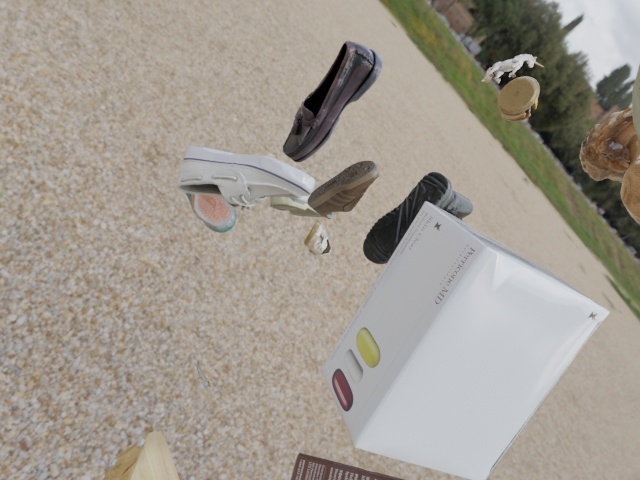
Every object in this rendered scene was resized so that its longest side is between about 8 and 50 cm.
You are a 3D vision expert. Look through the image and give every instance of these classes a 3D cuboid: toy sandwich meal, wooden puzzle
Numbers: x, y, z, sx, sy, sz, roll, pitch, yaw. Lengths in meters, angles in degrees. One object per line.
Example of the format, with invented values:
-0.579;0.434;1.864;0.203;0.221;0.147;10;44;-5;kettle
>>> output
0.365;-0.259;0.980;0.029;0.085;0.086;26;33;-44;toy sandwich meal
-0.310;0.353;1.402;0.083;0.006;0.049;62;-9;-9;wooden puzzle

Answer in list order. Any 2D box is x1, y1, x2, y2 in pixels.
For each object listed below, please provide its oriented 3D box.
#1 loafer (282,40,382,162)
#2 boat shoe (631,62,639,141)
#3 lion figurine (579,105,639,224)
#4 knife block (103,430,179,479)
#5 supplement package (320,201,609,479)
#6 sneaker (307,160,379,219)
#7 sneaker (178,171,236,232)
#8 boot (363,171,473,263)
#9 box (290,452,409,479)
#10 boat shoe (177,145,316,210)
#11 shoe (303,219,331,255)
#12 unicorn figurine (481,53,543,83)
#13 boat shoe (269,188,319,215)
0.001;-0.299;1.151;0.095;0.302;0.109;18;38;-40;loafer
0.379;-0.213;0.251;0.155;0.500;0.187;-3;51;-32;boat shoe
0.448;-0.096;0.675;0.392;0.240;0.142;-36;114;-54;lion figurine
-0.207;0.436;0.716;0.242;0.088;0.276;48;19;-19;knife block
0.162;0.125;0.647;0.203;0.262;0.145;25;13;-24;supplement package
0.059;-0.100;1.089;0.071;0.188;0.066;41;49;-26;sneaker
-0.295;-0.096;1.469;0.302;0.108;0.121;50;-16;45;sneaker
0.229;-0.024;1.206;0.094;0.246;0.207;47;11;33;boot
0.138;0.516;0.999;0.191;0.381;0.143;45;55;-49;box
-0.133;-0.094;0.893;0.267;0.088;0.096;15;-9;24;boat shoe
0.000;0.000;1.441;0.058;0.077;0.219;28;-8;7;shoe
0.567;-0.515;1.589;0.111;0.161;0.060;-55;140;-39;unicorn figurine
-0.052;-0.129;1.567;0.302;0.113;0.104;19;73;-71;boat shoe
